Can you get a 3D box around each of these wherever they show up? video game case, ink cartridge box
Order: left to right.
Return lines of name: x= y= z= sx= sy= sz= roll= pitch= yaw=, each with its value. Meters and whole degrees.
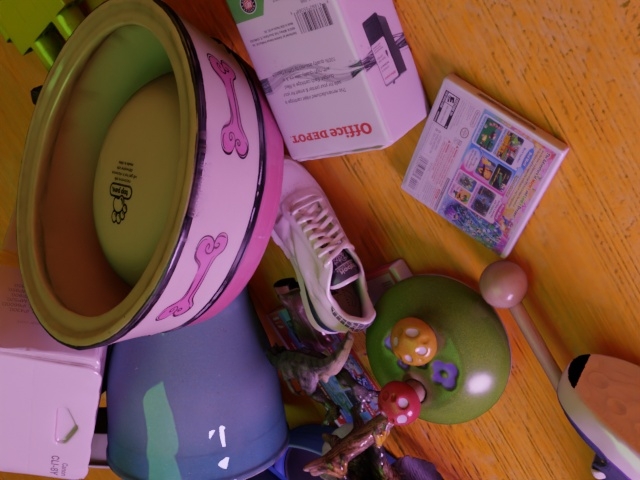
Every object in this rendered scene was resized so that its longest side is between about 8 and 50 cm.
ink cartridge box: x=-0.381 y=0.104 z=1.266 sx=0.160 sy=0.385 sz=0.279 roll=8 pitch=132 yaw=-12
ink cartridge box: x=0.006 y=-0.199 z=0.917 sx=0.153 sy=0.087 sz=0.208 roll=-2 pitch=117 yaw=45
video game case: x=0.064 y=0.148 z=1.170 sx=0.285 sy=0.025 sz=0.204 roll=-25 pitch=101 yaw=49
video game case: x=0.165 y=-0.075 z=0.914 sx=0.143 sy=0.019 sz=0.157 roll=36 pitch=137 yaw=17

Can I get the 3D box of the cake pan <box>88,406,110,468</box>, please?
cake pan: x=-0.347 y=0.339 z=1.530 sx=0.293 sy=0.293 sz=0.054 roll=2 pitch=89 yaw=43

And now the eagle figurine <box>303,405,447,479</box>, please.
eagle figurine: x=0.106 y=0.370 z=1.121 sx=0.226 sy=0.225 sz=0.298 roll=-25 pitch=101 yaw=38

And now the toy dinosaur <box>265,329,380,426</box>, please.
toy dinosaur: x=0.005 y=0.177 z=1.130 sx=0.118 sy=0.064 sz=0.268 roll=50 pitch=154 yaw=-10

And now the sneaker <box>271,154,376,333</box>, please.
sneaker: x=0.000 y=0.000 z=1.042 sx=0.235 sy=0.090 sz=0.095 roll=63 pitch=160 yaw=-3

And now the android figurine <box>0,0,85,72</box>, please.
android figurine: x=-0.417 y=-0.371 z=1.215 sx=0.248 sy=0.056 sz=0.273 roll=-25 pitch=100 yaw=50

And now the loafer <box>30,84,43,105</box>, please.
loafer: x=-0.334 y=-0.184 z=1.258 sx=0.223 sy=0.076 sz=0.078 roll=14 pitch=120 yaw=32

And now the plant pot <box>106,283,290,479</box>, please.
plant pot: x=-0.186 y=0.178 z=1.267 sx=0.271 sy=0.271 sz=0.255 roll=10 pitch=110 yaw=39

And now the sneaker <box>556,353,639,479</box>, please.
sneaker: x=0.346 y=0.290 z=0.925 sx=0.323 sy=0.130 sz=0.236 roll=35 pitch=134 yaw=11

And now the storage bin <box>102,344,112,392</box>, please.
storage bin: x=-0.432 y=0.215 z=1.566 sx=0.084 sy=0.180 sz=0.122 roll=8 pitch=124 yaw=39

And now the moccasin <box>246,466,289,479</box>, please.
moccasin: x=-0.105 y=0.412 z=1.334 sx=0.342 sy=0.117 sz=0.138 roll=22 pitch=132 yaw=31

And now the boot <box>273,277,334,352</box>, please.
boot: x=-0.001 y=0.101 z=1.150 sx=0.106 sy=0.037 sz=0.114 roll=-1 pitch=121 yaw=43

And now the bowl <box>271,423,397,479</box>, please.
bowl: x=0.053 y=0.454 z=1.368 sx=0.391 sy=0.077 sz=0.391 roll=24 pitch=133 yaw=29

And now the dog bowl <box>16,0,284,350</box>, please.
dog bowl: x=-0.204 y=-0.072 z=1.037 sx=0.408 sy=0.150 sz=0.408 roll=-11 pitch=75 yaw=45

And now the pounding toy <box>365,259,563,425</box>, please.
pounding toy: x=0.133 y=0.132 z=0.979 sx=0.237 sy=0.110 sz=0.183 roll=-20 pitch=92 yaw=36
